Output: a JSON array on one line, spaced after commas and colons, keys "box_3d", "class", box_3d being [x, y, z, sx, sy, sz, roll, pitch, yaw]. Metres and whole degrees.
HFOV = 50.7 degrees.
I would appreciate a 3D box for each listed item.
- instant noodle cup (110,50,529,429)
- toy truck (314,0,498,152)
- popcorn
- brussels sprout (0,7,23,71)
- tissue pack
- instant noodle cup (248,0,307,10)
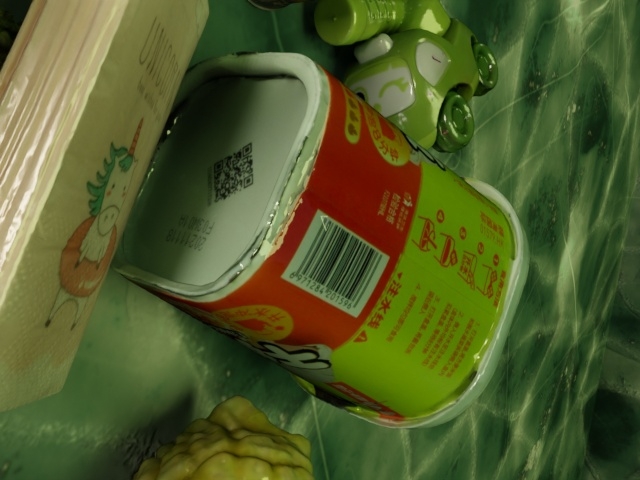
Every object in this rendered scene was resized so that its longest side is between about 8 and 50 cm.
[{"box_3d": [0.000, 0.000, 0.607, 0.308, 0.293, 0.294, 34, 73, -46], "class": "instant noodle cup"}, {"box_3d": [0.093, -0.201, 0.761, 0.187, 0.148, 0.211, -44, 113, -40], "class": "toy truck"}, {"box_3d": [-0.079, 0.274, 0.609, 0.194, 0.255, 0.256, -4, 149, -18], "class": "popcorn"}, {"box_3d": [-0.212, -0.108, 0.430, 0.085, 0.058, 0.085, 25, 90, -89], "class": "brussels sprout"}, {"box_3d": [-0.162, -0.056, 0.448, 0.170, 0.071, 0.326, 101, 9, -82], "class": "tissue pack"}, {"box_3d": [0.003, -0.268, 0.604, 0.127, 0.135, 0.127, -24, 121, -47], "class": "instant noodle cup"}]
